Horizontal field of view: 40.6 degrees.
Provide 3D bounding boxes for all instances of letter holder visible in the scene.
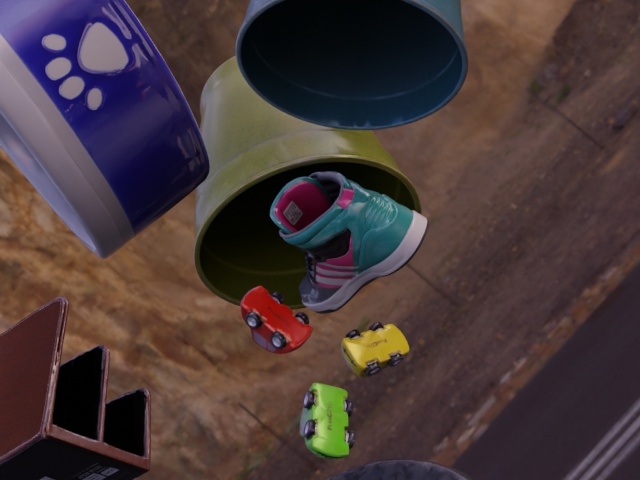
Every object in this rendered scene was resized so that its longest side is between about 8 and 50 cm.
[{"bbox_3d":[-0.373,0.235,1.124,0.302,0.152,0.214,-33,44,28],"label":"letter holder"}]

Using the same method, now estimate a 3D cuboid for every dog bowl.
[{"bbox_3d":[-0.203,-0.120,0.643,0.104,0.265,0.265,-40,-4,-15],"label":"dog bowl"}]

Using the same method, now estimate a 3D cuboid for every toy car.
[{"bbox_3d":[0.001,0.179,1.089,0.225,0.239,0.053,-90,23,-44],"label":"toy car"}]

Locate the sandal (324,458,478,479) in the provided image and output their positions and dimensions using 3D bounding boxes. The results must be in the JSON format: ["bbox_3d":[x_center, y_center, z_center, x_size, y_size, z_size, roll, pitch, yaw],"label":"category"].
[{"bbox_3d":[-0.015,0.322,0.459,0.107,0.167,0.445,26,-93,-49],"label":"sandal"}]

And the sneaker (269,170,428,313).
[{"bbox_3d":[0.000,0.000,1.224,0.295,0.178,0.124,-39,23,52],"label":"sneaker"}]

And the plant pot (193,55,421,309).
[{"bbox_3d":[-0.061,-0.131,1.463,0.366,0.353,0.366,-12,-37,-9],"label":"plant pot"}]

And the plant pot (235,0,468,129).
[{"bbox_3d":[0.049,-0.317,1.068,0.271,0.272,0.255,127,152,-61],"label":"plant pot"}]
